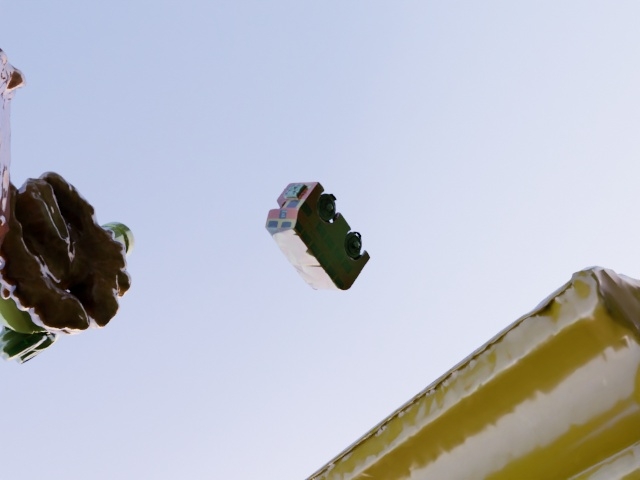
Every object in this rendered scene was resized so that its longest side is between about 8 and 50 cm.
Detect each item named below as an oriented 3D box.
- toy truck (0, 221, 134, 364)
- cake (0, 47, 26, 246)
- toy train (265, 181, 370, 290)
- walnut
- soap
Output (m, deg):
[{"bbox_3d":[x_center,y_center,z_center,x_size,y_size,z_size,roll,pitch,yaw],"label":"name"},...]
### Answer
[{"bbox_3d":[-0.339,0.048,0.994,0.211,0.187,0.148,-32,-90,1],"label":"toy truck"},{"bbox_3d":[-0.380,-0.036,0.569,0.293,0.314,0.306,7,-88,-10],"label":"cake"},{"bbox_3d":[0.000,0.000,1.201,0.188,0.072,0.099,55,-128,-30],"label":"toy train"},{"bbox_3d":[-0.265,0.016,0.798,0.143,0.069,0.170,-17,-100,-57],"label":"walnut"},{"bbox_3d":[0.094,0.152,0.433,0.204,0.096,0.324,14,-46,-39],"label":"soap"}]
